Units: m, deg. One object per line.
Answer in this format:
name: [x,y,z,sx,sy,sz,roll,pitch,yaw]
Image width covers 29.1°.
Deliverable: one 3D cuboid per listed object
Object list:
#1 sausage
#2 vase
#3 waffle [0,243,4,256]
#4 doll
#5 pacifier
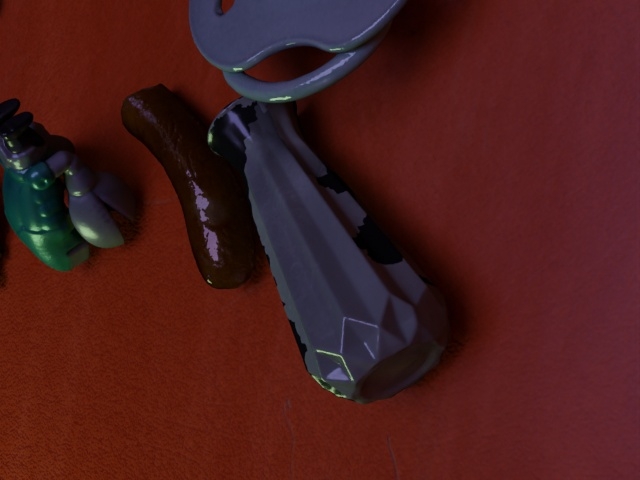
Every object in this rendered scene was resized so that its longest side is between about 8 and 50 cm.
sausage: [-0.157,-0.078,1.516,0.103,0.076,0.302,-50,60,35]
vase: [0.000,0.000,1.351,0.165,0.165,0.360,-47,58,28]
waffle: [-0.553,-0.014,1.817,0.204,0.054,0.223,-6,99,34]
doll: [-0.336,-0.068,1.597,0.195,0.153,0.258,55,162,11]
pacifier: [-0.049,-0.306,1.312,0.343,0.269,0.288,-8,67,40]
